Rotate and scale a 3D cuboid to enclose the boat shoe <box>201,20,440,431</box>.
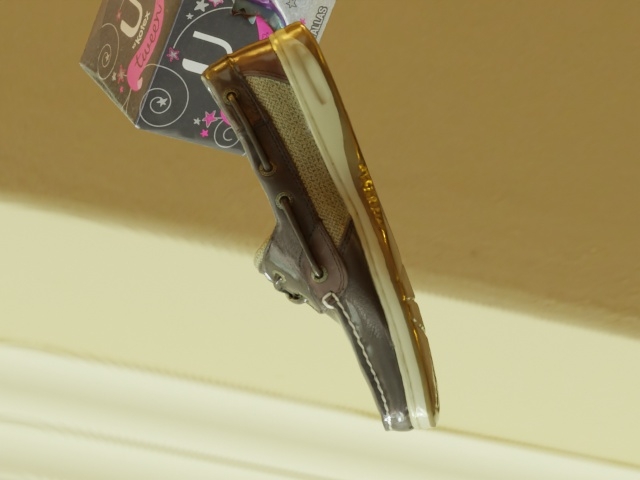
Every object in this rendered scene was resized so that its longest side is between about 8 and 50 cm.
[{"bbox_3d":[0.000,-0.001,0.899,0.073,0.080,0.224,-19,-94,4],"label":"boat shoe"}]

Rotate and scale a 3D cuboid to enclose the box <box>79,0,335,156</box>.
[{"bbox_3d":[-0.084,-0.218,1.460,0.142,0.163,0.247,12,-72,-31],"label":"box"}]
